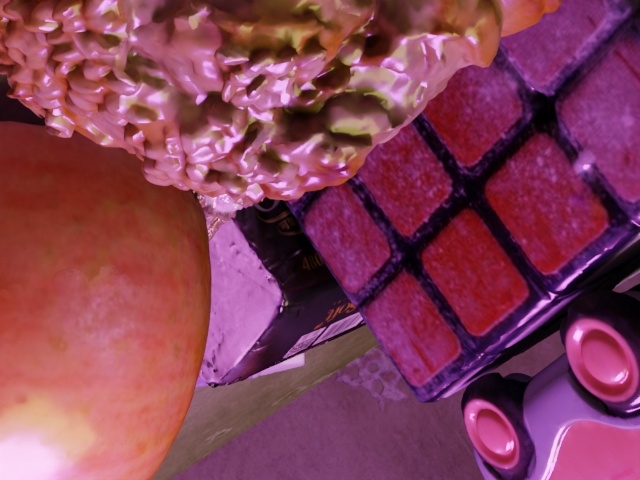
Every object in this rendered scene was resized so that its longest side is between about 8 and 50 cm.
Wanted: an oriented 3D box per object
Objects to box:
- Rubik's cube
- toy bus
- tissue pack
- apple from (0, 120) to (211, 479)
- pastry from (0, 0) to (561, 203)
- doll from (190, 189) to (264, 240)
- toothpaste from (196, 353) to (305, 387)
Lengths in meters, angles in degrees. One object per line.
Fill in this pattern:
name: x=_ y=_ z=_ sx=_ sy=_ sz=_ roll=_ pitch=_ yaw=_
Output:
Rubik's cube: x=0.165 y=-0.148 z=0.802 sx=0.337 sy=0.344 sz=0.344 roll=-24 pitch=165 yaw=-37
toy bus: x=0.248 y=0.125 z=0.730 sx=0.194 sy=0.232 sz=0.288 roll=-27 pitch=164 yaw=-33
tissue pack: x=0.000 y=0.000 z=1.238 sx=0.370 sy=0.198 sz=0.210 roll=-21 pitch=164 yaw=-43
apple: x=-0.218 y=0.070 z=0.833 sx=0.309 sy=0.314 sz=0.252 roll=9 pitch=-174 yaw=-31
pastry: x=-0.028 y=-0.144 z=0.531 sx=0.311 sy=0.255 sz=0.162 roll=-34 pitch=-150 yaw=19
doll: x=-0.131 y=-0.036 z=0.985 sx=0.221 sy=0.105 sz=0.115 roll=-41 pitch=-168 yaw=0
toothpaste: x=-0.204 y=0.138 z=1.281 sx=0.371 sy=0.080 sz=0.125 roll=-10 pitch=143 yaw=-12
